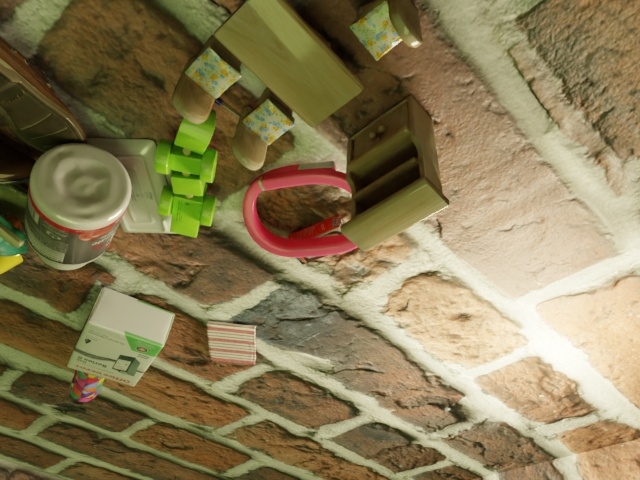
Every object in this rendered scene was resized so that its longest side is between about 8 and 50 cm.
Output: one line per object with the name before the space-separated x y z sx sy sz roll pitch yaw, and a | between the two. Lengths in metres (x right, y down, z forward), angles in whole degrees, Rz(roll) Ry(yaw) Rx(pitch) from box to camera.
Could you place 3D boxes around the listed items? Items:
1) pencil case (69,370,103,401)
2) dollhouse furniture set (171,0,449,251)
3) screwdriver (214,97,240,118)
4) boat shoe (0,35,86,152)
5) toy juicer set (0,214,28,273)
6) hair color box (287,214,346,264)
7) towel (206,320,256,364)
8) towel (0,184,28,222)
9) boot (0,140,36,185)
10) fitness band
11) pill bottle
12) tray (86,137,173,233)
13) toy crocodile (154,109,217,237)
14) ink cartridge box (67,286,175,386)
pencil case | -0.743 0.431 1.701 0.104 0.104 0.236 22 132 -17
dollhouse furniture set | 0.012 -0.209 0.847 0.362 0.256 0.394 -31 126 31
screwdriver | -0.177 -0.249 0.997 0.170 0.024 0.025 34 159 -36
boat shoe | -0.524 -0.268 0.945 0.110 0.104 0.307 -14 151 6
toy juicer set | -0.736 -0.046 1.169 0.209 0.089 0.329 49 144 -14
hair color box | 0.000 0.000 1.221 0.141 0.043 0.072 -22 129 24
towel | -0.263 0.304 1.577 0.144 0.029 0.197 6 134 -1
towel | -0.691 -0.093 1.184 0.110 0.027 0.148 -26 131 35
boot | -0.658 -0.257 0.988 0.264 0.096 0.280 22 125 -4
fitness band | -0.027 -0.058 1.121 0.291 0.054 0.209 -5 123 16
pill bottle | -0.512 -0.050 1.096 0.176 0.176 0.318 25 148 -20
tray | -0.405 -0.104 1.156 0.145 0.030 0.270 1 136 2
toy crocodile | -0.268 -0.126 1.082 0.115 0.105 0.340 10 141 -7
ink cartridge box | -0.575 0.286 1.512 0.211 0.121 0.289 24 134 -19
